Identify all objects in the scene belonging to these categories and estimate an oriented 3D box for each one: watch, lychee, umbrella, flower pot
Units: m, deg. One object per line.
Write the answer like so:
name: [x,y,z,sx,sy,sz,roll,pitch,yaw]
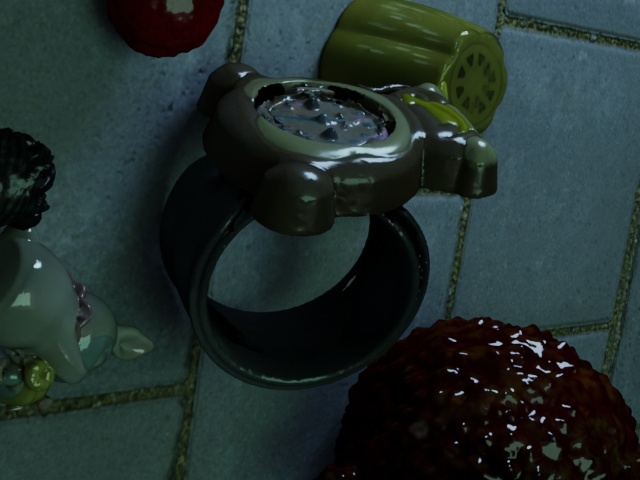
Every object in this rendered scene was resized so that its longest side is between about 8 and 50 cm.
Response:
watch: [0.000,0.000,1.403,0.335,0.314,0.327,-2,122,-21]
lychee: [0.200,0.305,1.652,0.500,0.424,0.424,7,99,-28]
umbrella: [-0.395,-0.032,1.086,0.337,0.154,0.128,-14,99,-44]
flower pot: [0.127,-0.210,1.559,0.195,0.179,0.195,-15,112,-43]

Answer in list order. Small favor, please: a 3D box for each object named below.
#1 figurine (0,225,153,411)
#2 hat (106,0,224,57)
figurine: [-0.280,0.102,1.279,0.235,0.127,0.155,49,49,-46]
hat: [-0.100,-0.328,1.242,0.332,0.242,0.274,-64,171,19]
